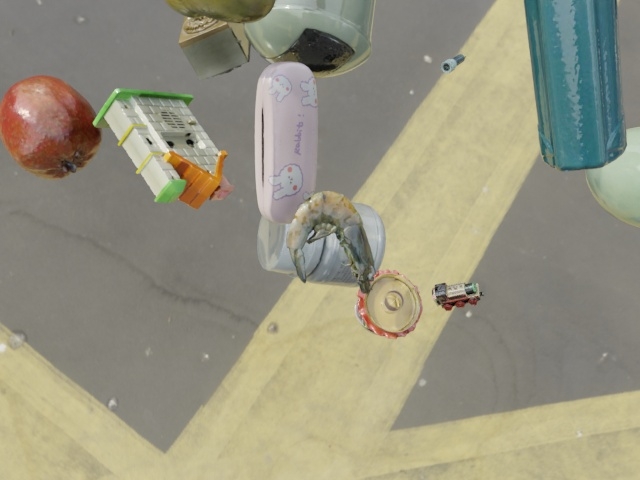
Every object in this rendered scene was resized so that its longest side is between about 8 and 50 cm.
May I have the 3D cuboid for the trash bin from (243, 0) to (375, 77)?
[{"bbox_3d":[-0.003,-0.575,1.480,0.280,0.280,0.432,11,81,-5],"label":"trash bin"}]

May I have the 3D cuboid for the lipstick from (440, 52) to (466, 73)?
[{"bbox_3d":[0.387,-0.510,1.924,0.037,0.037,0.116,41,48,14],"label":"lipstick"}]

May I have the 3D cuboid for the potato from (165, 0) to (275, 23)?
[{"bbox_3d":[-0.171,-0.419,1.086,0.194,0.157,0.157,1,52,28],"label":"potato"}]

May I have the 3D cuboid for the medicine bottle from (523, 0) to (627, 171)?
[{"bbox_3d":[0.234,-0.177,0.620,0.079,0.258,0.124,-2,32,27],"label":"medicine bottle"}]

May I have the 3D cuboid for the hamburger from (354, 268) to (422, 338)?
[{"bbox_3d":[0.164,0.167,1.685,0.175,0.137,0.175,3,74,-10],"label":"hamburger"}]

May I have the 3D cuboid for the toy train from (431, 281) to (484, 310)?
[{"bbox_3d":[0.385,0.151,1.892,0.138,0.087,0.050,-15,48,23],"label":"toy train"}]

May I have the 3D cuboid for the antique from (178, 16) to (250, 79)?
[{"bbox_3d":[-0.273,-0.529,1.750,0.152,0.148,0.147,-18,43,14],"label":"antique"}]

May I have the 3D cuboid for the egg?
[{"bbox_3d":[0.662,-0.121,1.329,0.203,0.203,0.282,-30,38,-26],"label":"egg"}]

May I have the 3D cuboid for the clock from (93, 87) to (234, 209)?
[{"bbox_3d":[-0.310,-0.184,1.413,0.255,0.106,0.219,55,30,15],"label":"clock"}]

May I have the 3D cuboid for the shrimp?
[{"bbox_3d":[0.020,0.019,1.224,0.150,0.051,0.217,-29,108,-12],"label":"shrimp"}]

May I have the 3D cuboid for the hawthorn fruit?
[{"bbox_3d":[-0.587,-0.255,1.429,0.205,0.205,0.253,-31,75,-26],"label":"hawthorn fruit"}]

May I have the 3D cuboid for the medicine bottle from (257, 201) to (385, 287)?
[{"bbox_3d":[0.000,0.000,1.875,0.306,0.245,0.245,9,56,-27],"label":"medicine bottle"}]

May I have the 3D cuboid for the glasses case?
[{"bbox_3d":[-0.062,-0.175,1.236,0.113,0.297,0.075,-15,23,-40],"label":"glasses case"}]
